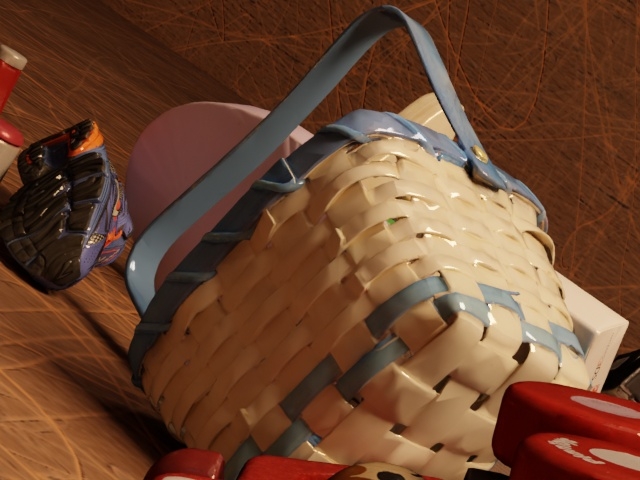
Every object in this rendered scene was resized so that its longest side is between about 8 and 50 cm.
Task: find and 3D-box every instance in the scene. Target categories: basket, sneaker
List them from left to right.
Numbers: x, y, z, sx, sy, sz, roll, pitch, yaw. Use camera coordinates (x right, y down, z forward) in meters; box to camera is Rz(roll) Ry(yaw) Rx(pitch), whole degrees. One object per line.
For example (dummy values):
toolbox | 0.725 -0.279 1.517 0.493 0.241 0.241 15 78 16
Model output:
sneaker | -0.166 -0.016 1.246 0.087 0.083 0.221 61 9 -21
basket | 0.005 0.029 1.029 0.201 0.255 0.289 24 29 -44

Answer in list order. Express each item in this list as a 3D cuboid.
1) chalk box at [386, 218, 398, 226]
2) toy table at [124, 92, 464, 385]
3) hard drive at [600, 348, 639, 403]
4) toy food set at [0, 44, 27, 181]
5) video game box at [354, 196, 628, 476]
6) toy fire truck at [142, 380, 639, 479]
chalk box | -0.050 -0.021 1.616 0.213 0.132 0.132 28 9 -27
toy table | 0.000 0.000 1.313 0.161 0.252 0.274 1 40 -47
hard drive | 0.343 0.230 1.390 0.339 0.064 0.237 49 -4 4
toy food set | -0.282 -0.118 1.325 0.111 0.104 0.232 28 8 -37
video game box | 0.120 0.089 1.364 0.048 0.187 0.205 -15 41 -42
toy fire truck | 0.037 0.144 0.779 0.254 0.169 0.302 14 5 2
